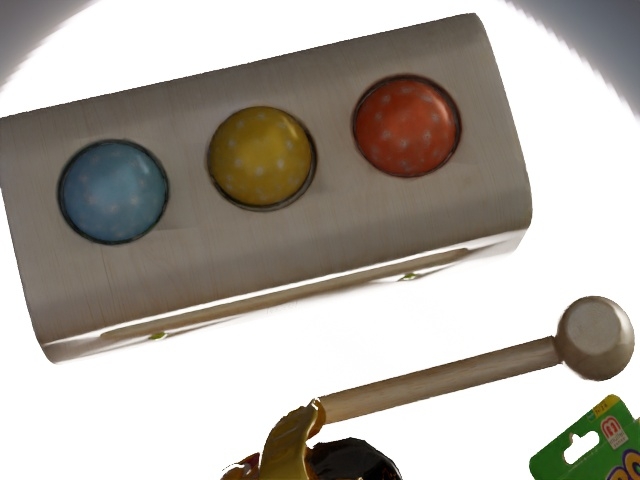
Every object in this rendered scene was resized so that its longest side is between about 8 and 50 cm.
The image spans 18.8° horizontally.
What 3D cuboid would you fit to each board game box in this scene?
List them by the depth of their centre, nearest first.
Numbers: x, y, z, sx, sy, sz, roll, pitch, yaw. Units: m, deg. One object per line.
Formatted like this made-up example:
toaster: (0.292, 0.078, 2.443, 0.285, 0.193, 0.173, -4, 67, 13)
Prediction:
board game box: (0.244, 0.225, 1.272, 0.039, 0.124, 0.259, -28, -104, -37)

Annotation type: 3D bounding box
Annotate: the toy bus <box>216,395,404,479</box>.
toy bus: (-0.028, 0.220, 0.982, 0.220, 0.211, 0.149, 62, -170, -8)

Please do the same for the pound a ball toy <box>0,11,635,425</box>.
pound a ball toy: (0.000, 0.000, 1.042, 0.136, 0.319, 0.208, 95, 161, -74)
